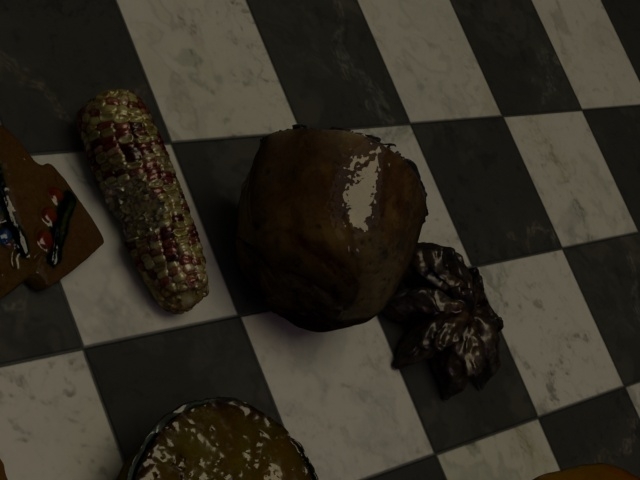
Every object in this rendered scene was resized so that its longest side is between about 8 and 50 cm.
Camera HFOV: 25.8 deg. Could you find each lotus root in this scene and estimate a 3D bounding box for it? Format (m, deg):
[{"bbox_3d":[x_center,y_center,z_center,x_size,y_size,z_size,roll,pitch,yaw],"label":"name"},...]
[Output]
[{"bbox_3d":[0.000,0.000,1.782,0.272,0.272,0.192,34,56,-24],"label":"lotus root"}]

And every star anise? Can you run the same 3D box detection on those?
[{"bbox_3d":[0.184,0.102,1.995,0.236,0.109,0.223,35,50,-26],"label":"star anise"}]

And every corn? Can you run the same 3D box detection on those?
[{"bbox_3d":[-0.215,-0.048,1.711,0.098,0.098,0.290,-12,77,-47],"label":"corn"}]

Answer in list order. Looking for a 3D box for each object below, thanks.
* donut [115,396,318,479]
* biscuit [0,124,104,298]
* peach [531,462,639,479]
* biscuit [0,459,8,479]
[{"bbox_3d":[-0.126,0.319,1.563,0.272,0.107,0.272,18,56,-30],"label":"donut"},{"bbox_3d":[-0.377,-0.041,1.586,0.301,0.043,0.278,13,57,-38],"label":"biscuit"},{"bbox_3d":[0.340,0.457,1.792,0.289,0.289,0.308,17,48,-36],"label":"peach"},{"bbox_3d":[-0.392,0.305,1.305,0.312,0.057,0.351,-26,94,-61],"label":"biscuit"}]
